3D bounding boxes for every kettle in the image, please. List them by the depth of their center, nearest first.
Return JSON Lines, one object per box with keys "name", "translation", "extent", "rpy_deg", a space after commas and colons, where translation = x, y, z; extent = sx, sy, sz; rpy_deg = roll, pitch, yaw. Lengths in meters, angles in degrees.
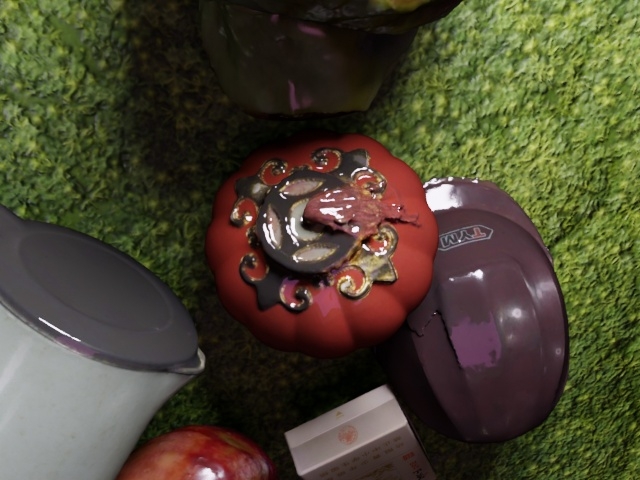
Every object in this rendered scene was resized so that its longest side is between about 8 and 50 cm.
{"name": "kettle", "translation": [-0.351, 0.155, 0.744], "extent": [0.361, 0.250, 0.376], "rpy_deg": [36, 103, 4]}

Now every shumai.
{"name": "shumai", "translation": [-0.011, -0.244, 0.650], "extent": [0.310, 0.303, 0.263], "rpy_deg": [5, 149, -17]}

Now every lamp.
{"name": "lamp", "translation": [0.000, 0.000, 0.729], "extent": [0.227, 0.227, 0.226], "rpy_deg": [-5, 117, -10]}

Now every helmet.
{"name": "helmet", "translation": [0.168, 0.096, 0.839], "extent": [0.225, 0.177, 0.305], "rpy_deg": [-18, 120, -1]}

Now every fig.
{"name": "fig", "translation": [-0.159, 0.328, 0.862], "extent": [0.263, 0.224, 0.224], "rpy_deg": [-38, 118, 12]}

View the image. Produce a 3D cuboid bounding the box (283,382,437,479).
{"name": "box", "translation": [0.054, 0.263, 0.922], "extent": [0.141, 0.058, 0.201], "rpy_deg": [-27, 140, 2]}
